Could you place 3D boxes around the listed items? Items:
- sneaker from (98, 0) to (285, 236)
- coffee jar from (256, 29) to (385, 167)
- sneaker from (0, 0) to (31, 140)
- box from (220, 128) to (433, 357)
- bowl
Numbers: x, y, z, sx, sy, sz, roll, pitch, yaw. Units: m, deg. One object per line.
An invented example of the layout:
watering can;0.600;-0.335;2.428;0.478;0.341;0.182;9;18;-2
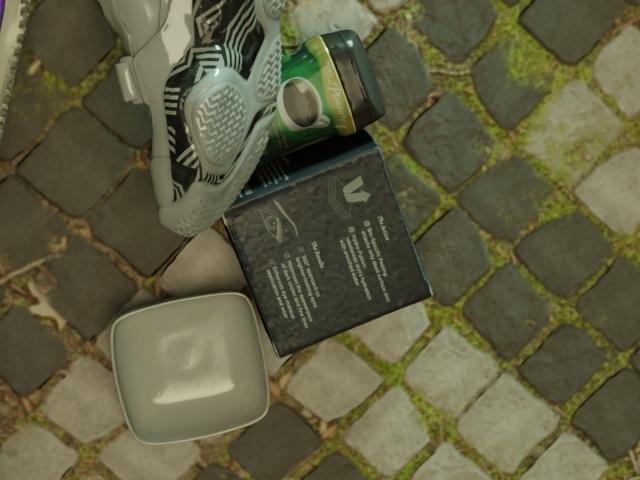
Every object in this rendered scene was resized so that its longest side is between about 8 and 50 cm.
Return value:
sneaker;-0.145;-0.196;1.608;0.210;0.137;0.366;16;111;22
coffee jar;-0.038;-0.121;1.719;0.184;0.079;0.096;-21;102;-4
sneaker;-0.338;-0.146;1.642;0.146;0.102;0.293;12;102;-9
box;0.000;0.000;1.756;0.158;0.093;0.156;-21;109;-3
bowl;-0.125;0.114;1.787;0.142;0.053;0.142;-12;108;-8
